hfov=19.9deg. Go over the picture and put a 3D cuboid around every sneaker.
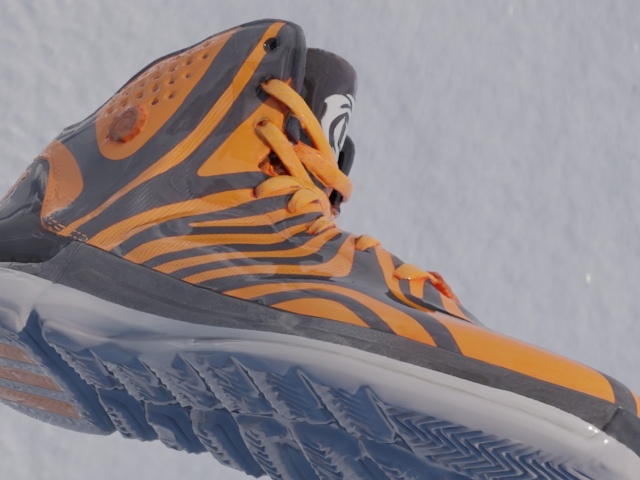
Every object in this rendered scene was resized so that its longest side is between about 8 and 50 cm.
[{"bbox_3d":[0.000,0.000,0.722,0.321,0.180,0.124,14,150,28],"label":"sneaker"}]
